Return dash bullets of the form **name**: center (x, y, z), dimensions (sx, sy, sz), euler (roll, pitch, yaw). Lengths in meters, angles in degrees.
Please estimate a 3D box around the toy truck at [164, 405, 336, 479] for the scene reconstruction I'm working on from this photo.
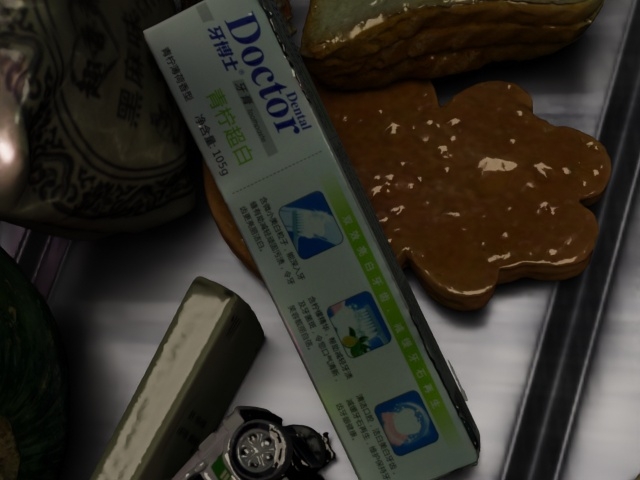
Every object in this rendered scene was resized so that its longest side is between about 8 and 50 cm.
- **toy truck**: center (0.002, 0.228, 0.793), dimensions (0.124, 0.114, 0.253), euler (-41, 73, 4)

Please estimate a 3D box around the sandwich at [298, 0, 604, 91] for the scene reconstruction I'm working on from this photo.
- **sandwich**: center (0.085, -0.242, 0.918), dimensions (0.226, 0.087, 0.251), euler (-6, 67, -2)

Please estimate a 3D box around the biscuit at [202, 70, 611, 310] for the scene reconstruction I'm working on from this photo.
- **biscuit**: center (0.057, -0.044, 0.900), dimensions (0.289, 0.044, 0.202), euler (7, 68, 7)

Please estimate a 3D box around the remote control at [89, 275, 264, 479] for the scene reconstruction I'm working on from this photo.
- **remote control**: center (-0.124, 0.162, 0.819), dimensions (0.038, 0.123, 0.285), euler (26, 79, 13)

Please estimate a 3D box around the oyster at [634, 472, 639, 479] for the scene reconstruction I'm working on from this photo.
- **oyster**: center (0.264, 0.183, 0.811), dimensions (0.146, 0.045, 0.121), euler (-34, 70, -13)

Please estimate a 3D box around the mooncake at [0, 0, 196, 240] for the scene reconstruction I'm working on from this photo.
- **mooncake**: center (-0.176, -0.125, 0.841), dimensions (0.136, 0.250, 0.254), euler (-13, 76, 21)

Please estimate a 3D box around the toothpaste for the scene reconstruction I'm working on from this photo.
- **toothpaste**: center (0.000, 0.000, 0.815), dimensions (0.081, 0.067, 0.336), euler (-25, 94, 11)

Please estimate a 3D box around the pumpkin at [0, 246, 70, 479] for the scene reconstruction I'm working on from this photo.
- **pumpkin**: center (-0.287, 0.116, 0.814), dimensions (0.263, 0.197, 0.293), euler (3, 81, 21)

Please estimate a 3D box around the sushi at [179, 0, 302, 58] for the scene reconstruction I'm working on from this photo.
- **sushi**: center (-0.057, -0.161, 0.900), dimensions (0.078, 0.090, 0.150), euler (-14, 55, 9)
